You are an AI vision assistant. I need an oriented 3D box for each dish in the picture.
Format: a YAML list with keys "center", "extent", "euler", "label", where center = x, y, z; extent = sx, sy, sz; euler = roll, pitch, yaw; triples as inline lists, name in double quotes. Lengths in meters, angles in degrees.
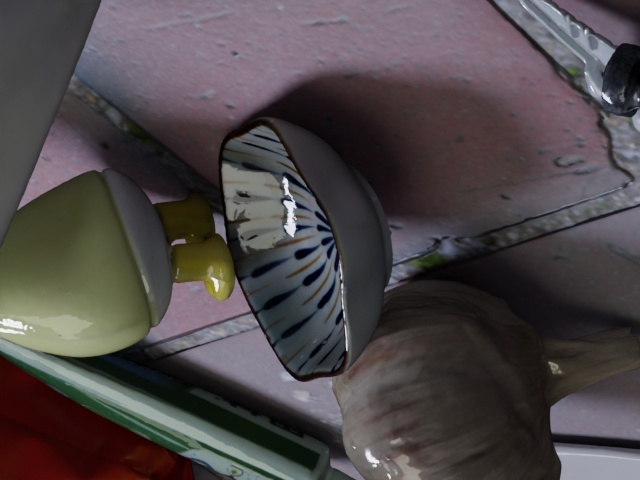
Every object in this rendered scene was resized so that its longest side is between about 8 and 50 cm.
- center: [0.000, 0.000, 1.228]
  extent: [0.066, 0.190, 0.190]
  euler: [-18, 157, -23]
  label: "dish"

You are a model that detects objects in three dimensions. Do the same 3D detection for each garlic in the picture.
- center: [0.125, 0.110, 1.292]
  extent: [0.212, 0.218, 0.218]
  euler: [-23, 134, 10]
  label: "garlic"

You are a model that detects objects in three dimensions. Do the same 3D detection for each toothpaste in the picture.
- center: [-0.137, 0.140, 1.565]
  extent: [0.392, 0.061, 0.099]
  euler: [25, 171, -5]
  label: "toothpaste"

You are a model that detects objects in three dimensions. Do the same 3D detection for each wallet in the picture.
- center: [0.226, 0.181, 1.455]
  extent: [0.122, 0.025, 0.061]
  euler: [3, 145, 26]
  label: "wallet"

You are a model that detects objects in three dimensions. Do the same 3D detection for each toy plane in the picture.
- center: [0.218, -0.074, 1.013]
  extent: [0.251, 0.101, 0.255]
  euler: [18, 150, 26]
  label: "toy plane"

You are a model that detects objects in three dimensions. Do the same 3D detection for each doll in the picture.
- center: [-0.211, 0.035, 1.283]
  extent: [0.296, 0.141, 0.117]
  euler: [-19, 139, -4]
  label: "doll"

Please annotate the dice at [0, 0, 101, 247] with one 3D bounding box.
- center: [-0.286, -0.125, 0.988]
  extent: [0.304, 0.304, 0.277]
  euler: [22, 136, -10]
  label: "dice"

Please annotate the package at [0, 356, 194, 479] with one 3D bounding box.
- center: [-0.301, 0.182, 1.650]
  extent: [0.424, 0.123, 0.196]
  euler: [22, 150, -2]
  label: "package"
